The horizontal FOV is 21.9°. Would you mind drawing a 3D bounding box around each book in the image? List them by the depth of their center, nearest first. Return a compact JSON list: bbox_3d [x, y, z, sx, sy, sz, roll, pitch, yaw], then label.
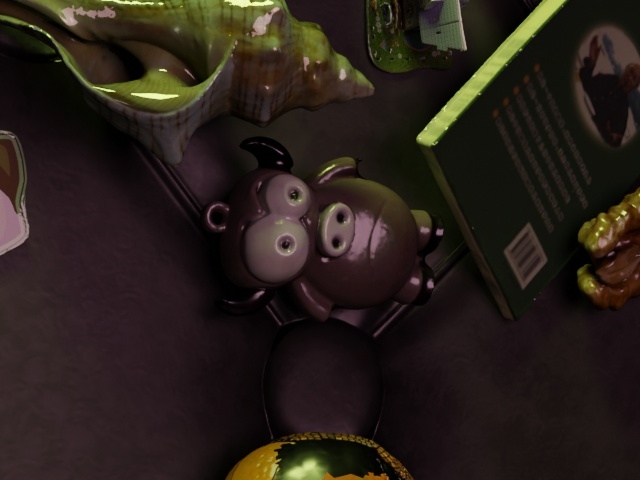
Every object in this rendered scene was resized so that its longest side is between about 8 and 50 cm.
[{"bbox_3d":[0.268,-0.126,1.847,0.371,0.043,0.260,-46,125,-27],"label":"book"}]

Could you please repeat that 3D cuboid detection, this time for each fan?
[{"bbox_3d":[-0.331,-0.005,1.523,0.132,0.009,0.220,2,81,-28],"label":"fan"}]

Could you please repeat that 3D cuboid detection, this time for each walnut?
[{"bbox_3d":[0.348,0.002,1.881,0.170,0.069,0.143,-22,122,-39],"label":"walnut"}]

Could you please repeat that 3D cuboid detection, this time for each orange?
[{"bbox_3d":[0.000,0.298,1.588,0.234,0.182,0.234,1,85,-18],"label":"orange"}]

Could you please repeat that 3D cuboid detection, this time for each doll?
[{"bbox_3d":[0.000,0.000,1.660,0.257,0.117,0.182,14,81,-31],"label":"doll"}]

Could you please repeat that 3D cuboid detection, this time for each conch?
[{"bbox_3d":[-0.141,-0.167,1.588,0.386,0.170,0.203,1,55,2],"label":"conch"}]

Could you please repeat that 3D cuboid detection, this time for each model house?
[{"bbox_3d":[0.114,-0.270,1.783,0.117,0.088,0.167,-2,84,-32],"label":"model house"}]
